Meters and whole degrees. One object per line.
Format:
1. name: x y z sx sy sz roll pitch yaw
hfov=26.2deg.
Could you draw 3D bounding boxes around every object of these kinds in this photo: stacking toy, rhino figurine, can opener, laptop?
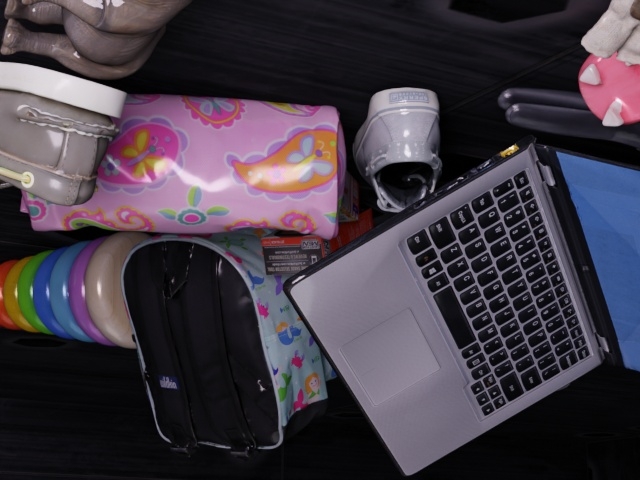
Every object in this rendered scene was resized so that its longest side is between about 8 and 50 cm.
1. stacking toy: -0.336 0.070 1.713 0.330 0.141 0.141 -6 165 38
2. rhino figurine: -0.135 -0.164 0.880 0.106 0.073 0.243 12 165 -19
3. can opener: 0.240 -0.107 1.169 0.186 0.073 0.059 5 -156 -7
4. laptop: 0.242 0.114 1.283 0.408 0.236 0.382 -30 138 -1

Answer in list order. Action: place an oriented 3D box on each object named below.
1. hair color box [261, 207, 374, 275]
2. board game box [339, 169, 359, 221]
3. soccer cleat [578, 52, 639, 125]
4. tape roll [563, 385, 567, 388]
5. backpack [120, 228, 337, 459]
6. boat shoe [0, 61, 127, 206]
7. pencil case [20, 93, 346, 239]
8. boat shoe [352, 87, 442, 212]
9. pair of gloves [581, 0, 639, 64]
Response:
1. hair color box: 0.000 0.000 1.469 0.072 0.043 0.141 -3 -167 24
2. board game box: -0.071 -0.050 1.388 0.193 0.045 0.147 -4 166 14
3. soccer cleat: 0.297 -0.149 0.966 0.248 0.083 0.095 -21 -166 36
4. tape roll: 0.188 0.100 1.723 0.246 0.169 0.246 0 165 0
5. backpack: -0.103 0.093 1.554 0.225 0.254 0.191 -3 -158 39
6. boat shoe: -0.256 -0.084 1.047 0.109 0.091 0.305 12 179 -40
7. pencil case: -0.120 -0.062 1.180 0.284 0.124 0.124 1 166 -4
8. boat shoe: 0.070 -0.066 1.249 0.079 0.081 0.227 0 165 0
9. pair of gloves: 0.290 -0.164 0.793 0.240 0.042 0.204 7 143 -17
